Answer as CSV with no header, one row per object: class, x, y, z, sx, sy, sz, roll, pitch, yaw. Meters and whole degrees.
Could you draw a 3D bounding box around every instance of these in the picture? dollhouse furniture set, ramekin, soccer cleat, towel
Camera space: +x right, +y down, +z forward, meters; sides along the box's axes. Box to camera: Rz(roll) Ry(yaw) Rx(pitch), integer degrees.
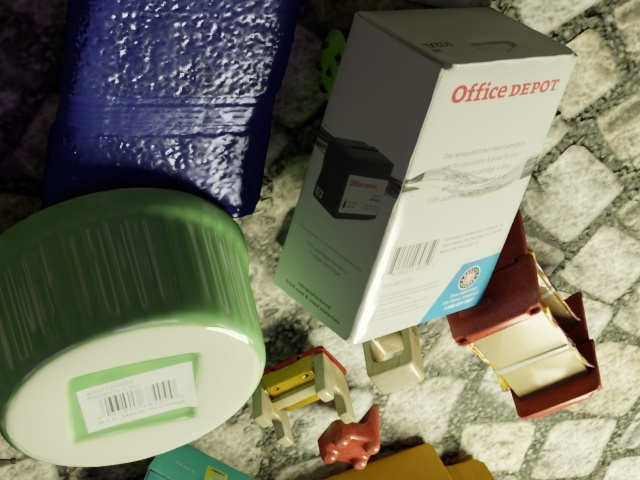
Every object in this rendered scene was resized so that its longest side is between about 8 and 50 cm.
dollhouse furniture set,0.122,0.137,1.611,0.374,0.152,0.201,-24,135,17
ramekin,-0.201,0.100,1.353,0.303,0.148,0.303,-15,147,-10
soccer cleat,0.041,-0.152,1.387,0.072,0.060,0.179,-27,139,-16
towel,-0.145,-0.156,1.289,0.227,0.076,0.308,-4,129,-26

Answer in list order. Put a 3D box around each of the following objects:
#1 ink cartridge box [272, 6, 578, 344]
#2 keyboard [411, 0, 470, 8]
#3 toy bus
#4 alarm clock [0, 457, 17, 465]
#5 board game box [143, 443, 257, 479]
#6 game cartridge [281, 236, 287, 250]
ink cartridge box,0.104,-0.073,1.368,0.223,0.129,0.308,-12,130,-45
keyboard,0.162,-0.343,1.320,0.072,0.014,0.256,3,124,-32
toy bus,0.074,0.364,1.764,0.332,0.108,0.130,-17,129,-11
alarm clock,-0.437,0.234,1.460,0.129,0.064,0.192,-44,133,12
board game box,-0.087,0.423,1.634,0.336,0.079,0.254,27,117,4
game cartridge,0.000,0.000,1.509,0.083,0.017,0.056,9,118,-29
